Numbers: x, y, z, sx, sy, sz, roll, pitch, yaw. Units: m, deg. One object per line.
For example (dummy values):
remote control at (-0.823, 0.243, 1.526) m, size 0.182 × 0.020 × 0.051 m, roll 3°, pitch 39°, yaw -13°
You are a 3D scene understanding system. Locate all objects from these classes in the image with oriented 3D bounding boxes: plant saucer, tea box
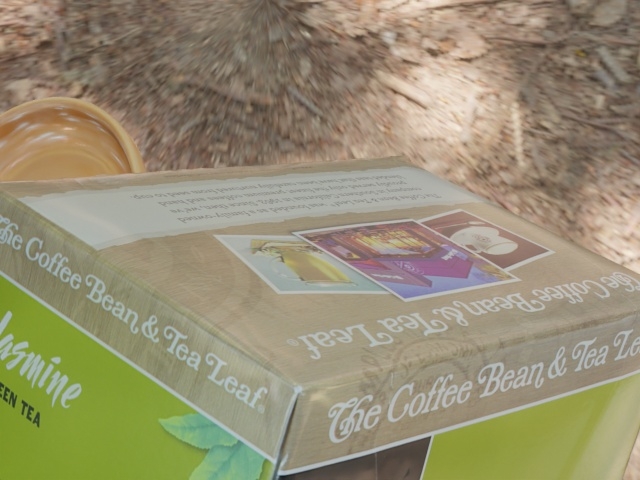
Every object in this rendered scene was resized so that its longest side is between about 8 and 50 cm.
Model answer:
plant saucer at (-0.198, -0.003, 1.086) m, size 0.200 × 0.037 × 0.200 m, roll -11°, pitch 67°, yaw 27°
tea box at (-0.016, 0.143, 0.825) m, size 0.220 × 0.329 × 0.323 m, roll 30°, pitch 112°, yaw 35°
